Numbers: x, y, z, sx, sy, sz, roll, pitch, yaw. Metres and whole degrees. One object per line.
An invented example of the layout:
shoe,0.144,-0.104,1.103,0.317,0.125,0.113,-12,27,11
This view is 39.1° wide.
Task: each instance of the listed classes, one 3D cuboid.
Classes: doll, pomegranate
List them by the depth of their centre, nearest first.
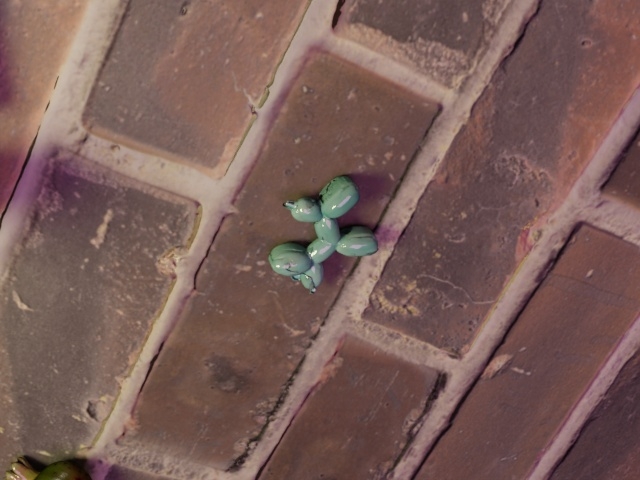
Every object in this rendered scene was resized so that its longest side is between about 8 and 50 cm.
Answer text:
doll,0.000,0.000,1.297,0.159,0.059,0.159,-18,120,-5
pomegranate,-0.415,0.382,1.377,0.142,0.114,0.114,32,108,6
